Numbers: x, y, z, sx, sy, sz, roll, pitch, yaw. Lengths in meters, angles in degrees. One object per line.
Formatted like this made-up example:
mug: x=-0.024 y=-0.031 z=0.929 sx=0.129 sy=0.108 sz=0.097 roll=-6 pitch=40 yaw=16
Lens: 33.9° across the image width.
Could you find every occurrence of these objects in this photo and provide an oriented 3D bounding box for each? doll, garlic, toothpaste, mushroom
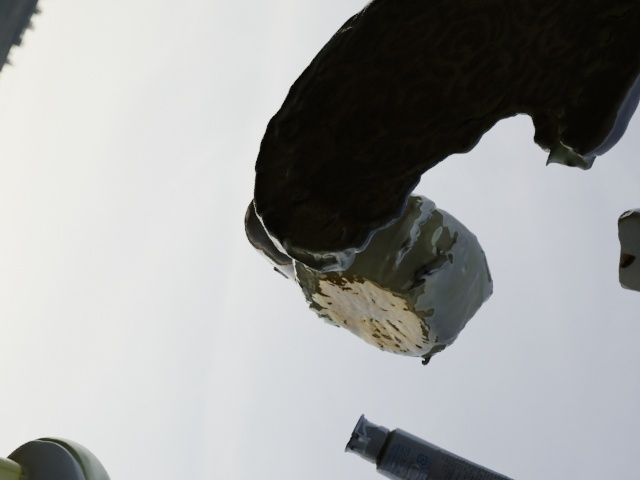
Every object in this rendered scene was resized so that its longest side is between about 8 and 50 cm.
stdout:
doll: x=-0.214 y=0.261 z=0.926 sx=0.117 sy=0.296 sz=0.141 roll=-4 pitch=-119 yaw=19
garlic: x=0.000 y=0.000 z=1.566 sx=0.178 sy=0.229 sz=0.143 roll=-56 pitch=-156 yaw=23
toothpaste: x=0.182 y=0.352 z=1.556 sx=0.114 sy=0.299 sz=0.073 roll=-68 pitch=172 yaw=25
mushroom: x=0.401 y=0.017 z=1.097 sx=0.108 sy=0.247 sz=0.096 roll=51 pitch=-49 yaw=39

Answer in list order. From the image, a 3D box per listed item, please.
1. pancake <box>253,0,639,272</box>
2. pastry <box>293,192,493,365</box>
pancake: x=0.078 y=-0.095 z=0.635 sx=0.288 sy=0.033 sz=0.286 roll=-50 pitch=-144 yaw=-1
pastry: x=0.059 y=0.029 z=0.859 sx=0.166 sy=0.166 sz=0.088 roll=-21 pitch=-153 yaw=53
